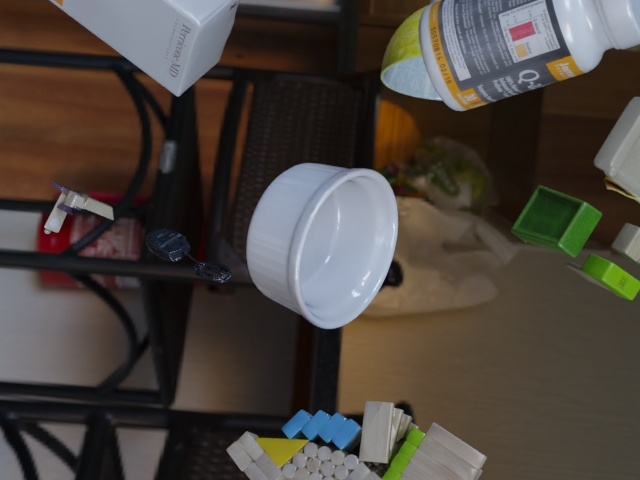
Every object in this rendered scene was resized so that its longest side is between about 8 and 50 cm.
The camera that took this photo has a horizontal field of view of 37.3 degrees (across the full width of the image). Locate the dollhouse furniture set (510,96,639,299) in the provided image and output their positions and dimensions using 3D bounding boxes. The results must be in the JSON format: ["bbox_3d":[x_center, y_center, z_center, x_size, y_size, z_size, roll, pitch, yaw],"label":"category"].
[{"bbox_3d":[0.507,-0.081,1.617,0.301,0.198,0.151,-58,-159,0],"label":"dollhouse furniture set"}]

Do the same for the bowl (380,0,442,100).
[{"bbox_3d":[0.254,-0.367,1.725,0.289,0.290,0.156,92,0,-82],"label":"bowl"}]

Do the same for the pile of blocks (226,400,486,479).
[{"bbox_3d":[0.056,0.306,1.341,0.112,0.362,0.148,49,49,-64],"label":"pile of blocks"}]

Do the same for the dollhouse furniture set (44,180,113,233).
[{"bbox_3d":[-0.388,-0.030,1.544,0.091,0.114,0.081,25,-90,46],"label":"dollhouse furniture set"}]

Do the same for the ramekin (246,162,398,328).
[{"bbox_3d":[0.000,0.000,1.618,0.277,0.135,0.277,-26,124,-45],"label":"ramekin"}]

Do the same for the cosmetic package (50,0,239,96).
[{"bbox_3d":[-0.401,-0.532,1.938,0.161,0.453,0.230,-51,176,-36],"label":"cosmetic package"}]

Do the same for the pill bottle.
[{"bbox_3d":[0.288,-0.289,1.297,0.162,0.279,0.162,33,50,-51],"label":"pill bottle"}]

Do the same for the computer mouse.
[{"bbox_3d":[-0.288,0.040,2.065,0.071,0.242,0.041,-34,139,-37],"label":"computer mouse"}]
